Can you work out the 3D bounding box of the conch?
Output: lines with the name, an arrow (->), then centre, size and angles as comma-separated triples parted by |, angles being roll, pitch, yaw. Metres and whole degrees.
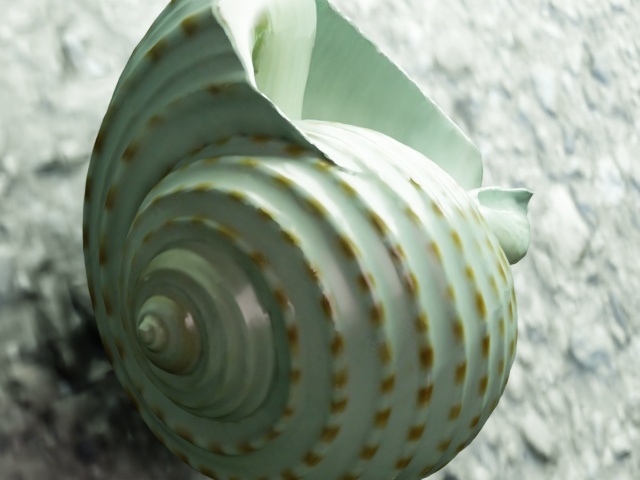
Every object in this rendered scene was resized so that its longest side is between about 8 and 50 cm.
conch -> -0.008, 0.007, 0.578 | 0.172, 0.131, 0.200 | 50, 14, 15
